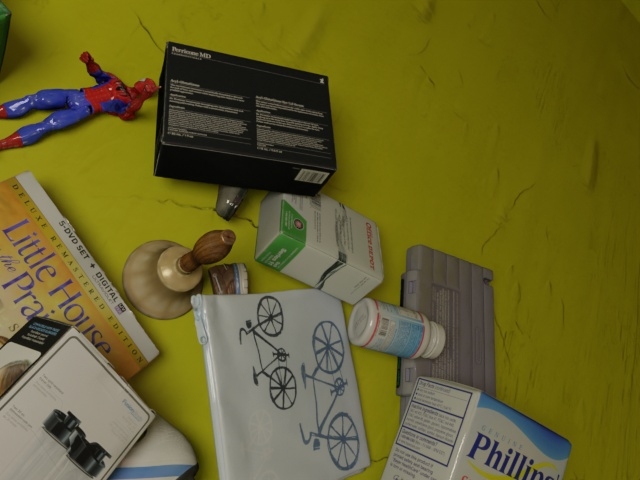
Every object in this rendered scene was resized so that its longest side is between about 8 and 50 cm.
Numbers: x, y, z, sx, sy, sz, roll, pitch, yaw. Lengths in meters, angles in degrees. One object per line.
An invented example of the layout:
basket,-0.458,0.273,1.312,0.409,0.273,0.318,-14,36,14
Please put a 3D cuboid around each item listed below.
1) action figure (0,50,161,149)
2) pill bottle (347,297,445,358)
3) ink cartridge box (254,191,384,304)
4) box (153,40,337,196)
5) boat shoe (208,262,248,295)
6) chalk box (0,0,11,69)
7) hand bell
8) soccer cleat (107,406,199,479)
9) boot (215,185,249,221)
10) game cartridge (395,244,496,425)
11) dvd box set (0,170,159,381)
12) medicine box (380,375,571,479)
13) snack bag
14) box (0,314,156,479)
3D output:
action figure,-0.348,-0.207,0.783,0.280,0.139,0.091,-30,93,-40
pill bottle,0.136,0.160,0.971,0.160,0.087,0.087,18,65,-20
ink cartridge box,0.000,0.000,0.951,0.208,0.087,0.153,27,39,-24
box,-0.117,-0.182,0.857,0.261,0.103,0.184,6,66,-22
boat shoe,-0.148,0.127,0.857,0.066,0.066,0.183,0,74,-19
chalk box,-0.508,-0.264,0.660,0.179,0.180,0.289,50,55,-10
hand bell,-0.175,0.030,0.751,0.126,0.242,0.126,11,69,-32
soccer cleat,-0.306,0.334,0.659,0.331,0.116,0.143,-31,77,-39
boot,-0.188,-0.158,0.918,0.161,0.083,0.246,20,58,-21
game cartridge,0.256,0.203,1.106,0.230,0.068,0.355,17,66,-25
dvd box set,-0.429,0.140,0.614,0.420,0.062,0.308,-40,103,-43
medicine box,0.253,0.419,0.932,0.263,0.149,0.289,32,73,-26
snack bag,-0.049,0.235,0.844,0.342,0.037,0.323,3,74,-52
box,-0.326,0.240,0.557,0.290,0.087,0.169,-55,133,-34
